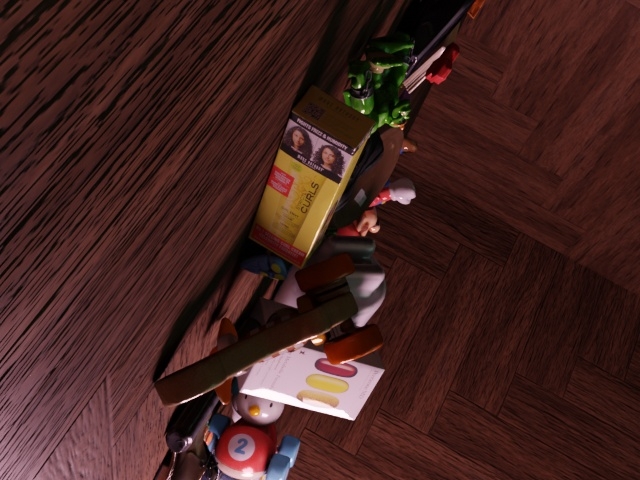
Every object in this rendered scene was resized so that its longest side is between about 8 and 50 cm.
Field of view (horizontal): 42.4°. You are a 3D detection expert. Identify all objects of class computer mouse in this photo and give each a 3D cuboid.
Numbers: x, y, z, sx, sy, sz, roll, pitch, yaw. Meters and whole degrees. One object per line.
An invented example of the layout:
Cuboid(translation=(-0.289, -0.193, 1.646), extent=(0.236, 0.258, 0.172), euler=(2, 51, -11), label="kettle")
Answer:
Cuboid(translation=(0.163, -0.350, 1.420), extent=(0.272, 0.072, 0.188), euler=(-48, 177, -19), label="computer mouse")

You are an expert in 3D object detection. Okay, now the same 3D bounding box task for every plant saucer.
Cuboid(translation=(0.084, -0.134, 1.642), extent=(0.278, 0.041, 0.278), euler=(-49, 162, -22), label="plant saucer")

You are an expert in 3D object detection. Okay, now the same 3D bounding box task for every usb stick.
Cuboid(translation=(-0.177, 0.239, 1.394), extent=(0.278, 0.045, 0.077), euler=(-58, 176, -46), label="usb stick")

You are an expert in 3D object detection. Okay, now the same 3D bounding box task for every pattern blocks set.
Cuboid(translation=(0.225, -0.381, 1.605), extent=(0.285, 0.026, 0.324), euler=(-31, -150, 59), label="pattern blocks set")

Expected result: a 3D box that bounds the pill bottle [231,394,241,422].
Cuboid(translation=(-0.180, 0.428, 2.249), extent=(0.108, 0.108, 0.193), euler=(-57, 174, -48), label="pill bottle")

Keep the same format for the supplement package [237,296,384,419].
Cuboid(translation=(-0.024, 0.226, 1.572), extent=(0.139, 0.244, 0.134), euler=(-63, -157, 23), label="supplement package")

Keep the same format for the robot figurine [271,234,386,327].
Cuboid(translation=(0.009, 0.129, 1.780), extent=(0.353, 0.200, 0.300), euler=(121, -34, -45), label="robot figurine")

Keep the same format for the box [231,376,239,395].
Cuboid(translation=(-0.145, 0.281, 1.995), extent=(0.100, 0.060, 0.244), euler=(-56, 174, -47), label="box")

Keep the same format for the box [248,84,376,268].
Cuboid(translation=(-0.016, -0.068, 0.974), extent=(0.058, 0.087, 0.232), euler=(-55, 174, -39), label="box")

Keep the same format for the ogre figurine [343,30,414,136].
Cuboid(translation=(0.081, -0.216, 1.155), extent=(0.197, 0.097, 0.118), euler=(-84, 180, -59), label="ogre figurine")

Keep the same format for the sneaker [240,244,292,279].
Cuboid(translation=(-0.065, 0.010, 1.141), extent=(0.188, 0.067, 0.078), euler=(-43, 148, -84), label="sneaker")

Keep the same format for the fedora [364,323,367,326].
Cuboid(translation=(-0.024, 0.233, 2.163), extent=(0.152, 0.334, 0.334), euler=(-24, -156, 42), label="fedora")

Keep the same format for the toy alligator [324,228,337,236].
Cuboid(translation=(0.000, 0.000, 1.904), extent=(0.189, 0.051, 0.056), euler=(-64, 175, 37), label="toy alligator")

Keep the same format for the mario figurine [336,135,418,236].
Cuboid(translation=(0.130, -0.107, 1.985), extent=(0.320, 0.170, 0.198), euler=(-63, 178, 8), label="mario figurine")

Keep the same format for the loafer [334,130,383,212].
Cuboid(translation=(0.030, -0.120, 1.377), extent=(0.223, 0.076, 0.078), euler=(-51, 135, -33), label="loafer")

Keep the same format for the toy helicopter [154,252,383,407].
Cuboid(translation=(-0.095, 0.141, 1.094), extent=(0.235, 0.140, 0.355), euler=(-22, 179, 35), label="toy helicopter")

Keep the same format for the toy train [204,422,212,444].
Cuboid(translation=(-0.233, 0.372, 1.616), extent=(0.125, 0.046, 0.166), euler=(-61, 176, 8), label="toy train")

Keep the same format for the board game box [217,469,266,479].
Cuboid(translation=(-0.223, 0.565, 2.049), extent=(0.060, 0.194, 0.194), euler=(-61, 177, 9), label="board game box")

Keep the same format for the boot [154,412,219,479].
Cuboid(translation=(-0.214, 0.381, 1.487), extent=(0.219, 0.106, 0.082), euler=(-62, 176, 24), label="boot")

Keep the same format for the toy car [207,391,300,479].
Cuboid(translation=(-0.151, 0.408, 1.909), extent=(0.210, 0.219, 0.238), euler=(-42, 146, -76), label="toy car")
